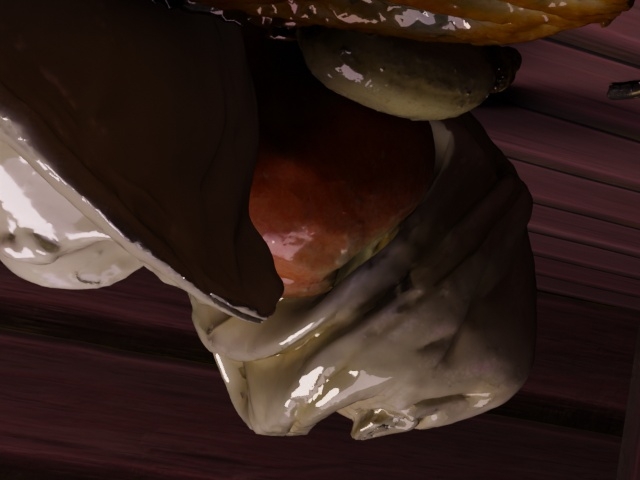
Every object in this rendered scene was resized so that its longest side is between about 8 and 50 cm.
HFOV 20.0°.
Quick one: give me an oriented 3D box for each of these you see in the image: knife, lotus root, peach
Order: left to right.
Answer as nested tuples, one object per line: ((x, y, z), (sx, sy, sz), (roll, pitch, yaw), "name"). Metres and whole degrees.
((-0.035, -0.075, 1.389), (0.235, 0.214, 0.214), (50, -173, 16), "peach")
((0.062, -0.129, 1.286), (0.183, 0.090, 0.077), (10, 148, -36), "lotus root")
((0.268, -0.120, 1.386), (0.045, 0.021, 0.222), (8, 175, -21), "knife")

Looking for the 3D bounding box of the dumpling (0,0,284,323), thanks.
((-0.133, -0.077, 1.119), (0.315, 0.233, 0.395), (46, -176, 19), "dumpling")

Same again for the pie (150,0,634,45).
((0.026, -0.161, 0.960), (0.315, 0.092, 0.315), (5, 175, 0), "pie")

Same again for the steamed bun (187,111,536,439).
((0.000, 0.000, 1.601), (0.394, 0.346, 0.237), (36, 179, 40), "steamed bun")
